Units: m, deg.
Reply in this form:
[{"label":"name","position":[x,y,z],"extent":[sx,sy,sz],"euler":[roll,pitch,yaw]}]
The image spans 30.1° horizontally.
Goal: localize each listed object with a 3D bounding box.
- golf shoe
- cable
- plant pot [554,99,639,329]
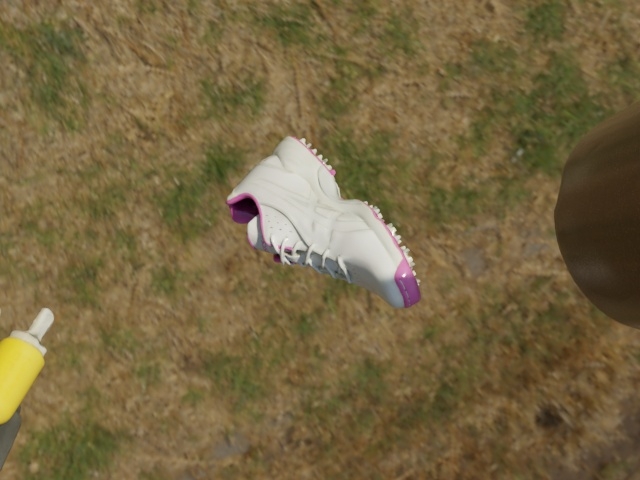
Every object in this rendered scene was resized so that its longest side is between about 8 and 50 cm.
[{"label":"golf shoe","position":[0.000,0.000,1.417],"extent":[0.140,0.306,0.115],"euler":[-34,136,-12]},{"label":"cable","position":[-0.256,0.163,0.742],"extent":[0.139,0.287,0.072],"euler":[-17,126,25]},{"label":"plant pot","position":[0.205,-0.017,0.573],"extent":[0.167,0.165,0.167],"euler":[1,84,-14]}]
